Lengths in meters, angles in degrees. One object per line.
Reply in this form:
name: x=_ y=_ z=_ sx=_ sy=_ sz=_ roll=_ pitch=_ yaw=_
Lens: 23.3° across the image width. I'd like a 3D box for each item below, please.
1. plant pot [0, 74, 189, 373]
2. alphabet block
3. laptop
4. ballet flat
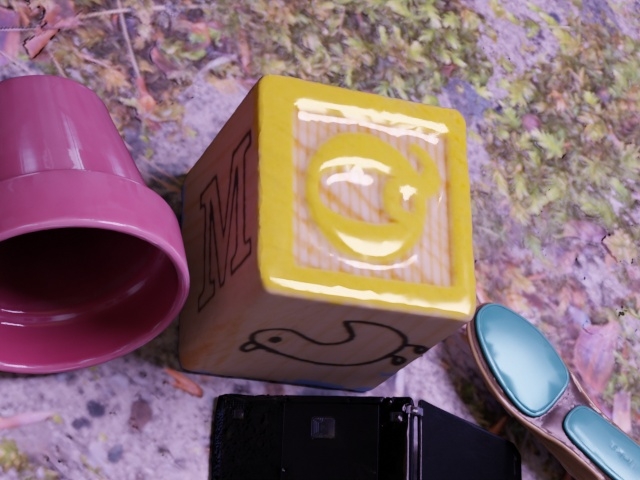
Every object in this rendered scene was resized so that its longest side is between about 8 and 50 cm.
plant pot: x=-0.217 y=-0.022 z=1.218 sx=0.201 sy=0.201 sz=0.180 roll=1 pitch=51 yaw=-24
alphabet block: x=0.000 y=0.000 z=1.291 sx=0.192 sy=0.197 sz=0.194 roll=7 pitch=65 yaw=-21
laptop: x=0.043 y=0.261 z=1.300 sx=0.264 sy=0.136 sz=0.234 roll=0 pitch=64 yaw=3
ballet flat: x=0.205 y=0.157 z=1.389 sx=0.080 sy=0.073 sz=0.232 roll=-36 pitch=79 yaw=-28
